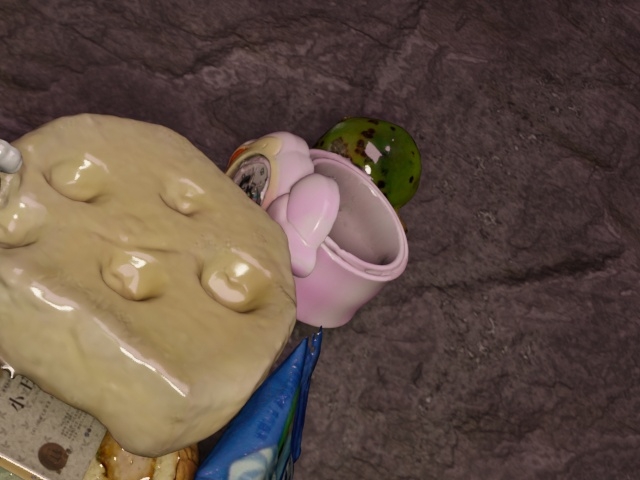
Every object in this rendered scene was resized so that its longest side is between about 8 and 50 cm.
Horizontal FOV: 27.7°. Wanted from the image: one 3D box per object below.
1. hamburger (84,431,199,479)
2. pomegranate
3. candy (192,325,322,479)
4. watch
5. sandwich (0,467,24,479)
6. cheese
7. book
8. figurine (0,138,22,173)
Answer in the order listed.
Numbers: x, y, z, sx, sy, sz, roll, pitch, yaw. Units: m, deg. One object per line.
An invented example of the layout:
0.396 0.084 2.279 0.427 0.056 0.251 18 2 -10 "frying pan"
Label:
-0.180 0.148 1.269 0.124 0.131 0.262 -8 56 9 "hamburger"
0.072 -0.087 1.640 0.169 0.122 0.143 51 14 13 "pomegranate"
-0.075 0.240 1.232 0.077 0.187 0.331 19 38 11 "candy"
0.000 0.000 1.478 0.218 0.211 0.248 24 36 -31 "watch"
-0.359 0.154 1.114 0.262 0.131 0.325 40 41 -1 "sandwich"
-0.166 0.033 1.157 0.318 0.115 0.326 11 44 -33 "cheese"
-0.269 0.120 1.100 0.199 0.016 0.138 32 44 -11 "book"
-0.356 0.010 1.012 0.193 0.140 0.265 33 59 6 "figurine"
